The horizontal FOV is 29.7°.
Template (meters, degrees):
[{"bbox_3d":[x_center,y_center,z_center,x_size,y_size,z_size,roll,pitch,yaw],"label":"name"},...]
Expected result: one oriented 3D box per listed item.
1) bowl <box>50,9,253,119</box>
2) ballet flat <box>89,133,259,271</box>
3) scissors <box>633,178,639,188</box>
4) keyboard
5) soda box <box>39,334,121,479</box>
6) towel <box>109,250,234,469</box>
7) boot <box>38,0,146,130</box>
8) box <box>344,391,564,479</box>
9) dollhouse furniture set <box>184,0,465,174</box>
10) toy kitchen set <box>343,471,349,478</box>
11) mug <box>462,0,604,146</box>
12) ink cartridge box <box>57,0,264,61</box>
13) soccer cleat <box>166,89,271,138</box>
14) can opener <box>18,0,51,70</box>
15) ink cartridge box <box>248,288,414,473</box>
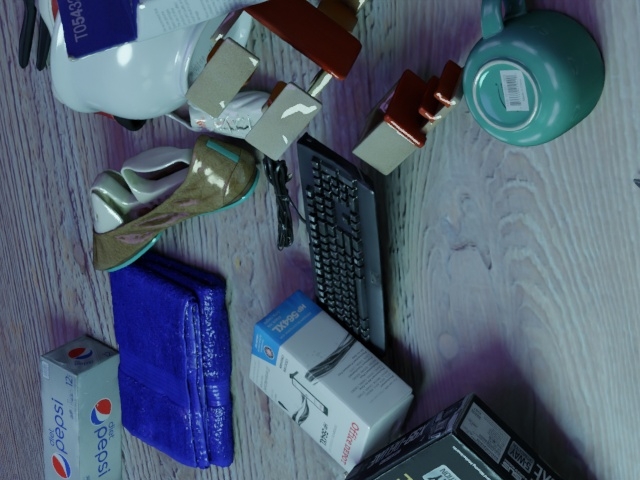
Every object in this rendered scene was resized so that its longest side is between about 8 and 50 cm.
[{"bbox_3d":[-0.171,-0.256,1.415,0.134,0.298,0.298,29,126,15],"label":"bowl"},{"bbox_3d":[-0.233,-0.060,1.639,0.342,0.116,0.124,-23,129,41],"label":"ballet flat"},{"bbox_3d":[0.445,-0.015,1.160,0.297,0.021,0.109,39,132,24],"label":"scissors"},{"bbox_3d":[0.000,0.000,1.467,0.201,0.033,0.317,37,149,34],"label":"keyboard"},{"bbox_3d":[-0.388,0.305,1.965,0.091,0.098,0.286,22,121,32],"label":"soda box"},{"bbox_3d":[-0.230,0.177,1.788,0.227,0.076,0.308,17,118,35],"label":"towel"},{"bbox_3d":[-0.292,-0.275,1.645,0.176,0.088,0.244,24,130,31],"label":"boot"},{"bbox_3d":[0.200,0.347,1.428,0.307,0.076,0.242,44,133,-6],"label":"box"},{"bbox_3d":[0.018,-0.203,1.300,0.259,0.262,0.135,35,131,-10],"label":"dollhouse furniture set"},{"bbox_3d":[0.079,0.322,1.575,0.075,0.083,0.068,-22,93,44],"label":"toy kitchen set"},{"bbox_3d":[0.202,-0.171,1.239,0.158,0.097,0.129,42,132,13],"label":"mug"},{"bbox_3d":[-0.142,-0.374,1.257,0.071,0.330,0.324,73,180,-63],"label":"ink cartridge box"},{"bbox_3d":[-0.125,-0.161,1.550,0.196,0.076,0.068,14,117,36],"label":"soccer cleat"},{"bbox_3d":[-0.409,-0.329,1.750,0.059,0.073,0.186,7,123,-4],"label":"can opener"},{"bbox_3d":[0.009,0.185,1.550,0.203,0.086,0.148,41,149,21],"label":"ink cartridge box"}]
